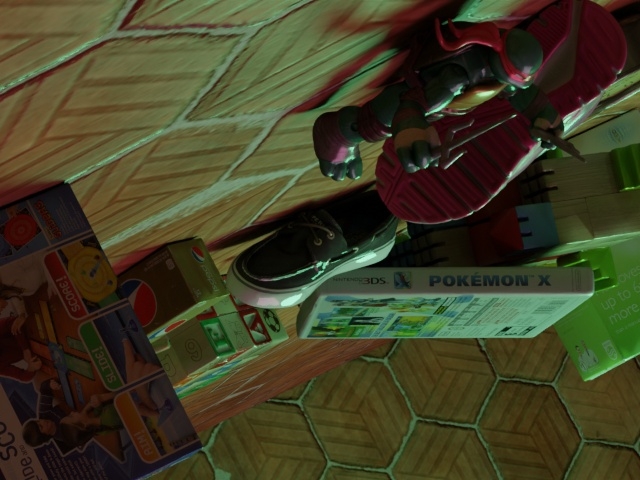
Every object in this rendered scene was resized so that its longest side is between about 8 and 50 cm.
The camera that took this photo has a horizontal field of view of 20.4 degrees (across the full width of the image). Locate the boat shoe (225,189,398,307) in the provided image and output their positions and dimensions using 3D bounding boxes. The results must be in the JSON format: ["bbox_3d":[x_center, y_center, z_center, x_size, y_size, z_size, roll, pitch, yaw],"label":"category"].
[{"bbox_3d":[0.000,0.000,1.779,0.228,0.080,0.076,-18,139,-42],"label":"boat shoe"}]

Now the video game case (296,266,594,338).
[{"bbox_3d":[0.132,0.074,2.048,0.300,0.036,0.329,0,169,-5],"label":"video game case"}]

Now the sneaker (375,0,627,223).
[{"bbox_3d":[0.159,-0.101,1.503,0.252,0.103,0.111,-36,173,19],"label":"sneaker"}]

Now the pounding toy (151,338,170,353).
[{"bbox_3d":[-0.232,0.147,1.762,0.130,0.100,0.141,-23,-154,-34],"label":"pounding toy"}]

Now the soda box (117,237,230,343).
[{"bbox_3d":[-0.175,0.068,1.642,0.181,0.061,0.058,-32,172,29],"label":"soda box"}]

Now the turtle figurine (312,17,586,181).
[{"bbox_3d":[0.103,-0.101,1.301,0.175,0.118,0.234,-4,175,-35],"label":"turtle figurine"}]

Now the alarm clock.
[{"bbox_3d":[0.257,-0.161,1.628,0.129,0.064,0.192,-31,174,21],"label":"alarm clock"}]

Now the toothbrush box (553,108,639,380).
[{"bbox_3d":[0.375,0.005,2.297,0.206,0.283,0.122,-24,170,-24],"label":"toothbrush box"}]

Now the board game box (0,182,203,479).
[{"bbox_3d":[-0.182,0.077,1.163,0.136,0.201,0.035,-23,171,-26],"label":"board game box"}]

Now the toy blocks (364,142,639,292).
[{"bbox_3d":[0.194,-0.014,2.058,0.261,0.190,0.381,-8,173,-30],"label":"toy blocks"}]

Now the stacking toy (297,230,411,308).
[{"bbox_3d":[0.084,0.028,2.341,0.221,0.052,0.167,-37,170,40],"label":"stacking toy"}]

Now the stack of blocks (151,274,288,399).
[{"bbox_3d":[-0.203,0.146,1.957,0.297,0.087,0.171,-31,172,23],"label":"stack of blocks"}]
